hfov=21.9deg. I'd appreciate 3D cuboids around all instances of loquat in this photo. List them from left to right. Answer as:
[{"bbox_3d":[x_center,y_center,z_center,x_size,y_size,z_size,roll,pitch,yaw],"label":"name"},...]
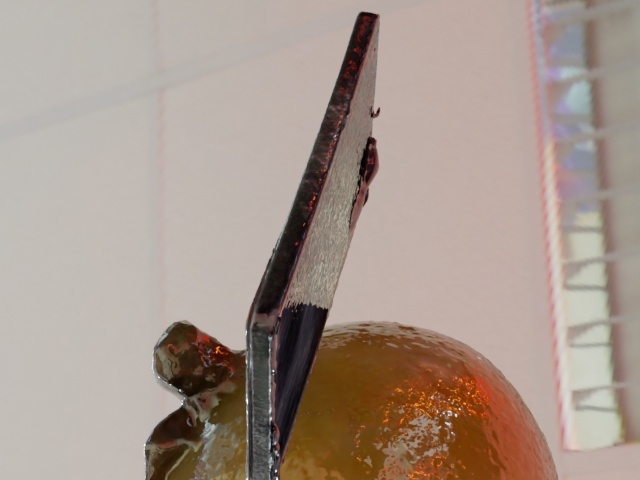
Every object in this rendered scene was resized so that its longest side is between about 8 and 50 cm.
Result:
[{"bbox_3d":[0.004,0.198,1.230,0.328,0.328,0.359,-39,-80,26],"label":"loquat"}]

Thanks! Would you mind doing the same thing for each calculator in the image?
[{"bbox_3d":[0.000,0.000,0.965,0.021,0.161,0.261,11,-132,8],"label":"calculator"}]
